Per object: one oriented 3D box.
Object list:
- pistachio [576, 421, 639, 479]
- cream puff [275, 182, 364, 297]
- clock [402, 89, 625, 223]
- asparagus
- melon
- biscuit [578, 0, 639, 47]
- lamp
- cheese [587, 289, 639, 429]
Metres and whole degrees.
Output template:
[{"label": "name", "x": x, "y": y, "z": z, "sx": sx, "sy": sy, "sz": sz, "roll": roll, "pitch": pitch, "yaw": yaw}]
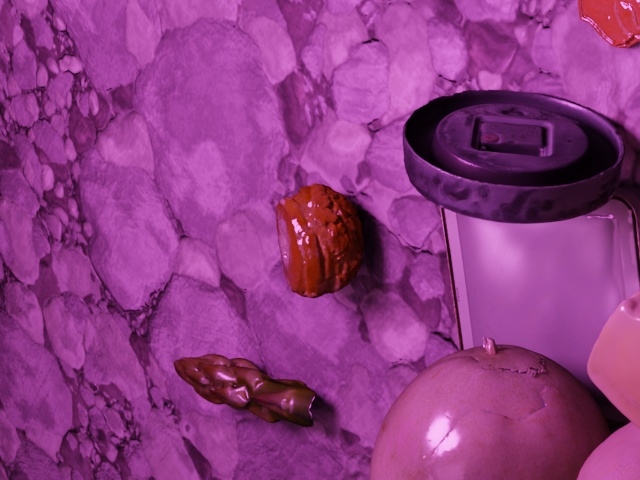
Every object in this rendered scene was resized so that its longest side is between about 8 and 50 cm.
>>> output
[{"label": "pistachio", "x": 0.349, "y": 0.257, "z": 1.378, "sx": 0.226, "sy": 0.332, "sz": 0.208, "roll": -6, "pitch": 86, "yaw": 31}, {"label": "cream puff", "x": 0.002, "y": -0.001, "z": 1.821, "sx": 0.126, "sy": 0.103, "sz": 0.144, "roll": -143, "pitch": 43, "yaw": -69}, {"label": "clock", "x": 0.194, "y": -0.087, "z": 1.498, "sx": 0.226, "sy": 0.226, "sz": 0.049, "roll": 26, "pitch": 127, "yaw": 37}, {"label": "asparagus", "x": -0.099, "y": 0.205, "z": 2.048, "sx": 0.287, "sy": 0.080, "sz": 0.080, "roll": 12, "pitch": 115, "yaw": 37}, {"label": "melon", "x": 0.183, "y": 0.258, "z": 1.566, "sx": 0.268, "sy": 0.268, "sz": 0.330, "roll": 17, "pitch": 122, "yaw": 42}, {"label": "biscuit", "x": 0.308, "y": -0.244, "z": 1.464, "sx": 0.130, "sy": 0.019, "sz": 0.102, "roll": -7, "pitch": 100, "yaw": 49}, {"label": "lamp", "x": 0.256, "y": 0.067, "z": 1.630, "sx": 0.266, "sy": 0.047, "sz": 0.269, "roll": 6, "pitch": 111, "yaw": 46}, {"label": "cheese", "x": 0.410, "y": 0.117, "z": 1.322, "sx": 0.242, "sy": 0.265, "sz": 0.124, "roll": 35, "pitch": 129, "yaw": 32}]
